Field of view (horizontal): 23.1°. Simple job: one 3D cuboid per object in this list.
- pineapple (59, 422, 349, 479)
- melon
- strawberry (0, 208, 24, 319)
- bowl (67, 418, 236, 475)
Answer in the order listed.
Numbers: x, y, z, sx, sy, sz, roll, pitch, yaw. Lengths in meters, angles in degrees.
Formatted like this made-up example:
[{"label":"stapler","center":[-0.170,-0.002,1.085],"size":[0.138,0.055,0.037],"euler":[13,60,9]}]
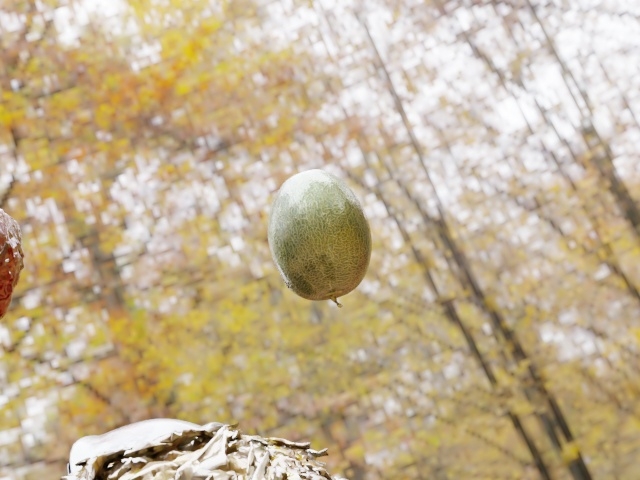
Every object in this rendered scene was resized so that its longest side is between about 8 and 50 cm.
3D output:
[{"label":"pineapple","center":[-0.078,0.316,1.214],"size":[0.352,0.352,0.300],"euler":[-10,-70,-22]},{"label":"melon","center":[0.000,0.000,2.059],"size":[0.139,0.192,0.139],"euler":[-12,-18,-4]},{"label":"strawberry","center":[-0.495,0.066,1.814],"size":[0.343,0.292,0.292],"euler":[-34,-25,-13]},{"label":"bowl","center":[-0.149,0.339,2.029],"size":[0.157,0.345,0.345],"euler":[-42,-31,10]}]
